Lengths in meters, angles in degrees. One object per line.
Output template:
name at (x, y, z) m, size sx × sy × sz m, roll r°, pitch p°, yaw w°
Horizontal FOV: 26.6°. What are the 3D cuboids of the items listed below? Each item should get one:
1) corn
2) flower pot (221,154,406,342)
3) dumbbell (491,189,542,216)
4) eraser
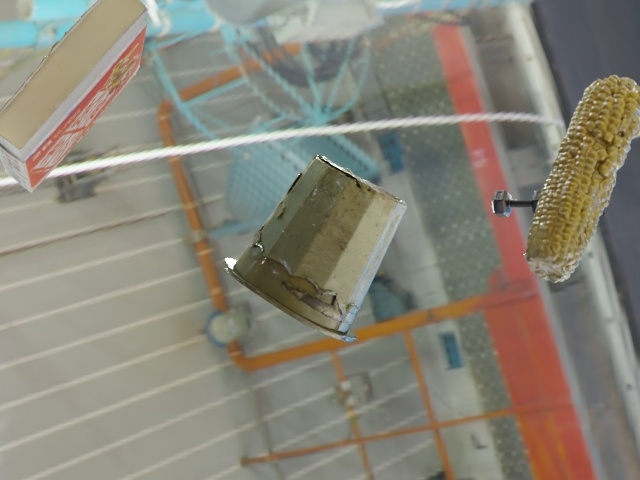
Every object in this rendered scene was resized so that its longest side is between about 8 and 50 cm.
corn at (0.314, -0.082, 1.597) m, size 0.086 × 0.086 × 0.288 m, roll 41°, pitch -118°, yaw -29°
flower pot at (0.000, 0.000, 1.820) m, size 0.212 × 0.212 × 0.203 m, roll 22°, pitch -82°, yaw -39°
dumbbell at (0.286, -0.052, 1.919) m, size 0.036 × 0.083 × 0.040 m, roll -33°, pitch -60°, yaw -58°
eraser at (-0.212, -0.124, 1.153) m, size 0.038 × 0.230 × 0.157 m, roll 40°, pitch -101°, yaw -4°
